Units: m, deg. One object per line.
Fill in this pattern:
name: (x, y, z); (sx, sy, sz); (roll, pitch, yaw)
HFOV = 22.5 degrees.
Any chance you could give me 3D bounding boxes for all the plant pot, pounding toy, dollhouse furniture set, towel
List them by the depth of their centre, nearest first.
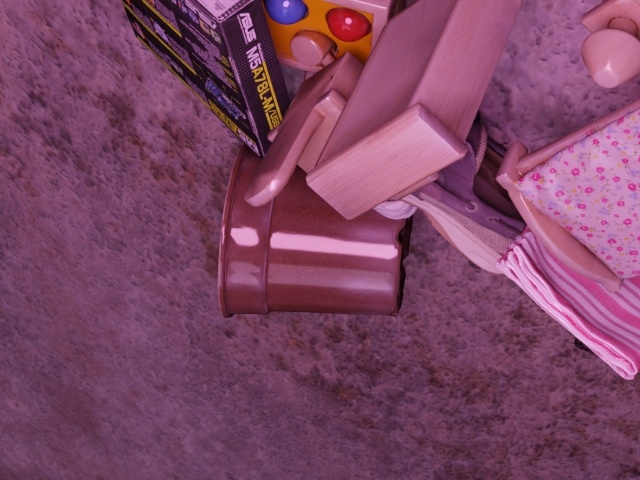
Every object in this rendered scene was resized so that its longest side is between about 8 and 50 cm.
dollhouse furniture set: (0.167, -0.003, 1.151); (0.355, 0.173, 0.303); (42, 139, -18)
pounding toy: (0.011, -0.166, 1.249); (0.130, 0.100, 0.141); (15, 153, 7)
towel: (0.237, 0.021, 1.329); (0.144, 0.197, 0.029); (42, 128, 6)
plant pot: (0.000, 0.000, 1.515); (0.165, 0.167, 0.167); (7, 151, 5)

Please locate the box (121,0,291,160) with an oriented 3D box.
box: (-0.101, -0.175, 1.264); (0.191, 0.045, 0.184); (44, 167, 30)

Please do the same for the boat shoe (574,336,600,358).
boat shoe: (0.271, 0.079, 1.588); (0.049, 0.056, 0.152); (6, 151, 12)

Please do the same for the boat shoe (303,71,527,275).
boat shoe: (0.106, -0.073, 1.375); (0.092, 0.102, 0.285); (-27, 126, 37)

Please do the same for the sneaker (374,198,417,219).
sneaker: (0.022, -0.073, 1.426); (0.152, 0.053, 0.061); (33, -176, 8)
